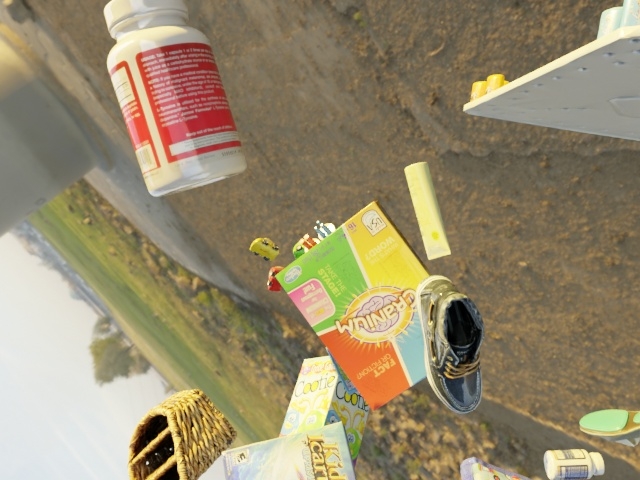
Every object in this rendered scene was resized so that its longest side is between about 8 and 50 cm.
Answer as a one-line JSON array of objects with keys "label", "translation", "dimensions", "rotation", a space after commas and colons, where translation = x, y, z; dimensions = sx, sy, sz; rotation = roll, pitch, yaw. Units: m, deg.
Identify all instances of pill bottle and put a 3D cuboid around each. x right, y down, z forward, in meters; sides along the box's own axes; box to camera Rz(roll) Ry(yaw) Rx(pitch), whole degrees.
[{"label": "pill bottle", "translation": [-0.326, -0.318, 1.257], "dimensions": [0.229, 0.229, 0.407], "rotation": [-3, 105, 65]}, {"label": "pill bottle", "translation": [0.597, 0.528, 1.344], "dimensions": [0.067, 0.120, 0.067], "rotation": [-3, -90, -88]}]

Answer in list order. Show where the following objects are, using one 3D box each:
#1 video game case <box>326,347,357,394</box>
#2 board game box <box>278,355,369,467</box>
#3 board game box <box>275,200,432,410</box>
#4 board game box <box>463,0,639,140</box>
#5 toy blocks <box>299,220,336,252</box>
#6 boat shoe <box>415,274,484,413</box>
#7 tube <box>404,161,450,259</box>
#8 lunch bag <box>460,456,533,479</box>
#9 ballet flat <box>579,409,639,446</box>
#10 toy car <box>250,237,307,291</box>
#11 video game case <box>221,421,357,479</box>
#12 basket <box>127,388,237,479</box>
[{"label": "video game case", "translation": [0.109, 0.237, 1.192], "dimensions": [0.015, 0.166, 0.119], "rotation": [76, 169, -48]}, {"label": "board game box", "translation": [0.013, 0.438, 1.393], "dimensions": [0.144, 0.275, 0.142], "rotation": [-19, 129, 40]}, {"label": "board game box", "translation": [0.104, 0.121, 1.077], "dimensions": [0.316, 0.242, 0.064], "rotation": [53, -167, 4]}, {"label": "board game box", "translation": [0.443, -0.195, 0.738], "dimensions": [0.390, 0.050, 0.390], "rotation": [6, -179, -9]}, {"label": "toy blocks", "translation": [0.000, 0.000, 1.534], "dimensions": [0.123, 0.054, 0.148], "rotation": [-15, 146, 26]}, {"label": "boat shoe", "translation": [0.157, 0.135, 0.662], "dimensions": [0.083, 0.065, 0.183], "rotation": [-125, 16, -75]}, {"label": "tube", "translation": [0.268, -0.074, 1.428], "dimensions": [0.070, 0.062, 0.240], "rotation": [2, -106, -74]}, {"label": "lunch bag", "translation": [0.326, 0.484, 0.883], "dimensions": [0.293, 0.138, 0.221], "rotation": [31, -152, -12]}, {"label": "ballet flat", "translation": [0.583, 0.347, 1.048], "dimensions": [0.068, 0.072, 0.213], "rotation": [56, 139, 1]}, {"label": "toy car", "translation": [-0.105, 0.050, 1.929], "dimensions": [0.053, 0.225, 0.239], "rotation": [-111, 1, -51]}, {"label": "video game case", "translation": [-0.043, 0.504, 1.065], "dimensions": [0.061, 0.244, 0.269], "rotation": [78, 177, -64]}, {"label": "basket", "translation": [-0.408, 0.550, 1.496], "dimensions": [0.213, 0.223, 0.299], "rotation": [49, 127, 3]}]
